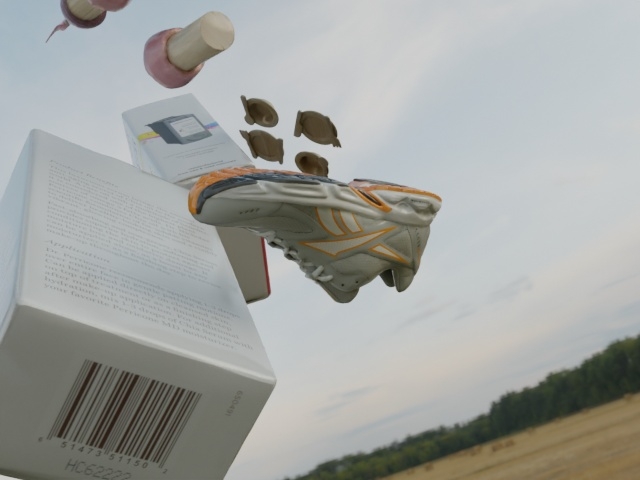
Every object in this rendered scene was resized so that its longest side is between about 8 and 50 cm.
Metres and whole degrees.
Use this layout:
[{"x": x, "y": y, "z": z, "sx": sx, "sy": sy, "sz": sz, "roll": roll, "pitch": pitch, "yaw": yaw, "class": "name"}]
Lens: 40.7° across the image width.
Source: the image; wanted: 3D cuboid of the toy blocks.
[{"x": -0.195, "y": -0.366, "z": 0.989, "sx": 0.260, "sy": 0.309, "sz": 0.289, "roll": -9, "pitch": 39, "yaw": 55, "class": "toy blocks"}]

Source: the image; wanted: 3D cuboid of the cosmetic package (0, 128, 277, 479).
[{"x": -0.222, "y": 0.057, "z": 0.885, "sx": 0.230, "sy": 0.453, "sz": 0.162, "roll": 22, "pitch": -74, "yaw": -23, "class": "cosmetic package"}]

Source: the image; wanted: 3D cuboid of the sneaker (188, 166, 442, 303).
[{"x": 0.000, "y": 0.000, "z": 0.804, "sx": 0.262, "sy": 0.121, "sz": 0.099, "roll": 5, "pitch": 8, "yaw": -30, "class": "sneaker"}]

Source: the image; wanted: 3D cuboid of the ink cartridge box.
[{"x": -0.191, "y": -0.062, "z": 1.310, "sx": 0.131, "sy": 0.306, "sz": 0.226, "roll": -17, "pitch": -58, "yaw": -18, "class": "ink cartridge box"}]

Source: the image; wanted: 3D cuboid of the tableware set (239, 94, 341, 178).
[{"x": -0.047, "y": -0.147, "z": 1.250, "sx": 0.168, "sy": 0.020, "sz": 0.141, "roll": 20, "pitch": -33, "yaw": 17, "class": "tableware set"}]
